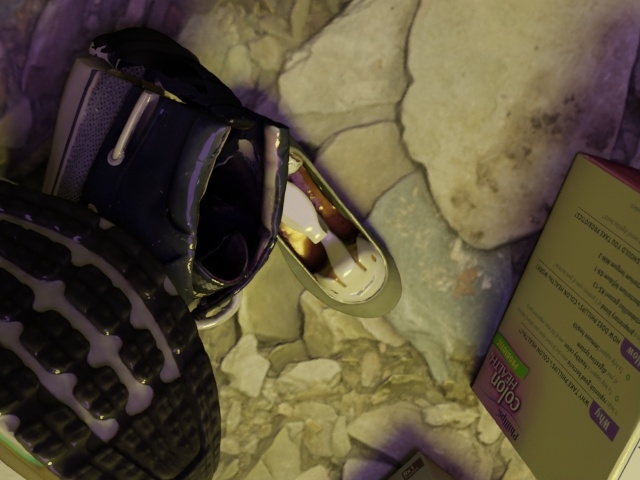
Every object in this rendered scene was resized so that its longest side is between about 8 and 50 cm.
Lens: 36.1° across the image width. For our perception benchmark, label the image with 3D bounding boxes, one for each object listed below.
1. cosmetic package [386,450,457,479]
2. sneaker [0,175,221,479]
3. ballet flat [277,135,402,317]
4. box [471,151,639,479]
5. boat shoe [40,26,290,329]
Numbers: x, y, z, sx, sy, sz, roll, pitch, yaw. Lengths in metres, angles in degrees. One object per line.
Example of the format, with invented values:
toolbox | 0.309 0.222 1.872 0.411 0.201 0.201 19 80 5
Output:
cosmetic package | 0.136 0.320 0.928 0.238 0.107 0.127 38 101 -30
sneaker | -0.234 0.052 0.617 0.158 0.410 0.182 -36 155 -46
ballet flat | 0.000 0.000 0.767 0.072 0.068 0.213 -38 118 3
box | 0.255 0.084 0.794 0.117 0.213 0.243 15 108 -21
boat shoe | -0.128 0.037 0.679 0.127 0.158 0.340 -5 117 -43
